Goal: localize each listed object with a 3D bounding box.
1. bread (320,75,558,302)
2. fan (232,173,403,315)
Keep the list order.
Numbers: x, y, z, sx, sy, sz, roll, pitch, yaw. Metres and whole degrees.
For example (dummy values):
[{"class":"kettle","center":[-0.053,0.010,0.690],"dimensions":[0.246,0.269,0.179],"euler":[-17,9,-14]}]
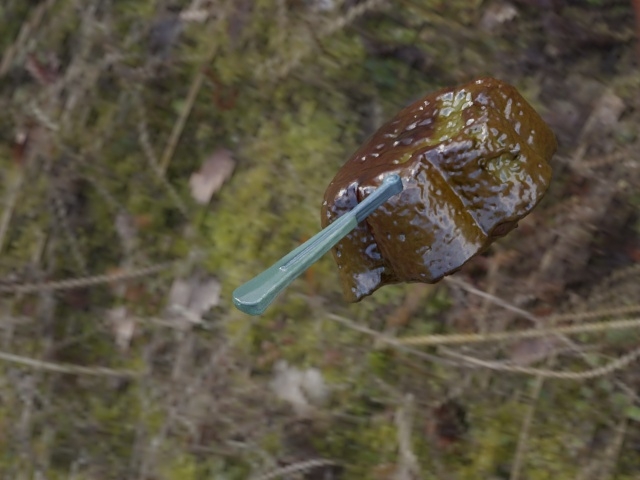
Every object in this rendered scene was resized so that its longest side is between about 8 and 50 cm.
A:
[{"class":"bread","center":[0.121,-0.053,1.764],"dimensions":[0.232,0.135,0.246],"euler":[-14,26,45]},{"class":"fan","center":[0.000,0.000,1.573],"dimensions":[0.193,0.016,0.038],"euler":[-39,41,-25]}]
